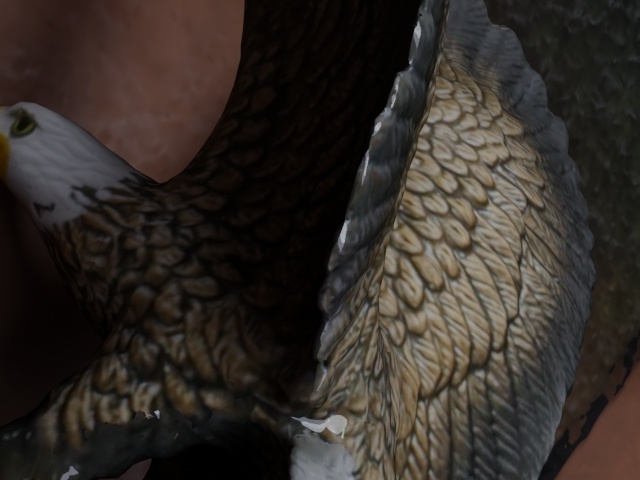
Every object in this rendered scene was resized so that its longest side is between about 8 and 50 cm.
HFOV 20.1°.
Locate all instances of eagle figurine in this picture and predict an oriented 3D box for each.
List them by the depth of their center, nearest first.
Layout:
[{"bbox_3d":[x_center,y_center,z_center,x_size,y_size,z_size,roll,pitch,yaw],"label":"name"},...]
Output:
[{"bbox_3d":[-0.009,-0.007,0.519,0.225,0.226,0.298,43,73,-11],"label":"eagle figurine"}]
